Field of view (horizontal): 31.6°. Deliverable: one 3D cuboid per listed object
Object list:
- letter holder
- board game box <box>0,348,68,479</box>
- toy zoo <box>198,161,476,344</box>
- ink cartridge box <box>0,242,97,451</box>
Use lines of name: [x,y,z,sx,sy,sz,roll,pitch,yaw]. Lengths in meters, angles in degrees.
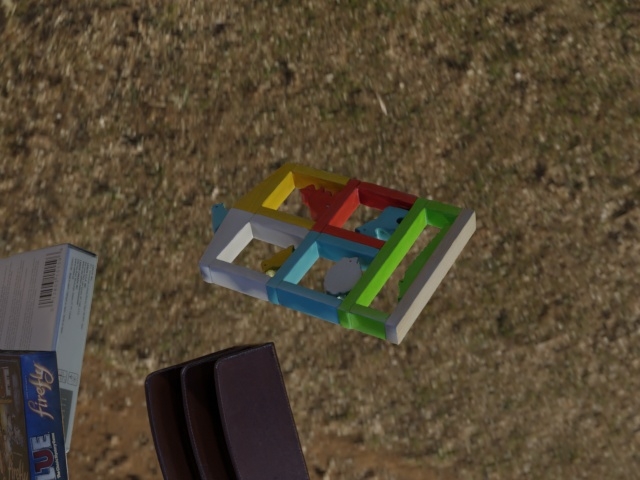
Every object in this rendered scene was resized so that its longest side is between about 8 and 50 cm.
letter holder: [-0.166,0.353,1.986,0.214,0.152,0.302,-15,91,-29]
board game box: [-0.351,0.209,1.304,0.042,0.243,0.165,-5,87,-29]
toy zoo: [0.000,0.000,1.258,0.293,0.192,0.030,17,139,27]
ink cartridge box: [-0.424,0.155,1.547,0.239,0.275,0.060,-10,156,36]
